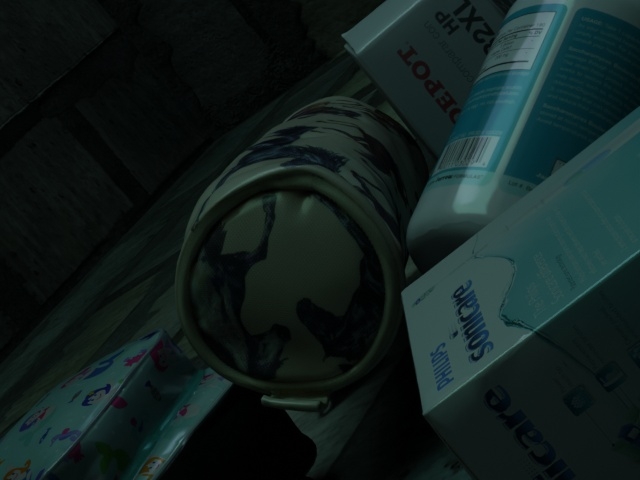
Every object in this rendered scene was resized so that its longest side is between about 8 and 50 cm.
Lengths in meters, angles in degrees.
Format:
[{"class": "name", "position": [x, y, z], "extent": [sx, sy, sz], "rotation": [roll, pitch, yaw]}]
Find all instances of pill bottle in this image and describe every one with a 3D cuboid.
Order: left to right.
[{"class": "pill bottle", "position": [0.172, -0.078, 1.064], "extent": [0.146, 0.146, 0.264], "rotation": [-19, 40, 62]}]

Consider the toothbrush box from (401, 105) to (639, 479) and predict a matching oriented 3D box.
[{"class": "toothbrush box", "position": [0.196, 0.014, 0.830], "extent": [0.295, 0.126, 0.216], "rotation": [-38, 12, 8]}]

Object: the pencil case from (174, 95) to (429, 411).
[{"class": "pencil case", "position": [0.000, 0.000, 1.202], "extent": [0.160, 0.183, 0.410], "rotation": [-11, 10, 9]}]

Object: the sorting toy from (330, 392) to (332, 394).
[{"class": "sorting toy", "position": [0.009, 0.111, 1.312], "extent": [0.075, 0.045, 0.083], "rotation": [-51, 16, -8]}]

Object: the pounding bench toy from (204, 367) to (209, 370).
[{"class": "pounding bench toy", "position": [-0.084, 0.145, 1.447], "extent": [0.083, 0.052, 0.065], "rotation": [-30, 14, 43]}]

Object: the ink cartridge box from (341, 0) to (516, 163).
[{"class": "ink cartridge box", "position": [0.207, -0.177, 1.309], "extent": [0.307, 0.223, 0.129], "rotation": [-39, 13, 5]}]

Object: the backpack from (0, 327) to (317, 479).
[{"class": "backpack", "position": [-0.156, 0.202, 1.143], "extent": [0.253, 0.191, 0.225], "rotation": [-37, 11, 43]}]
